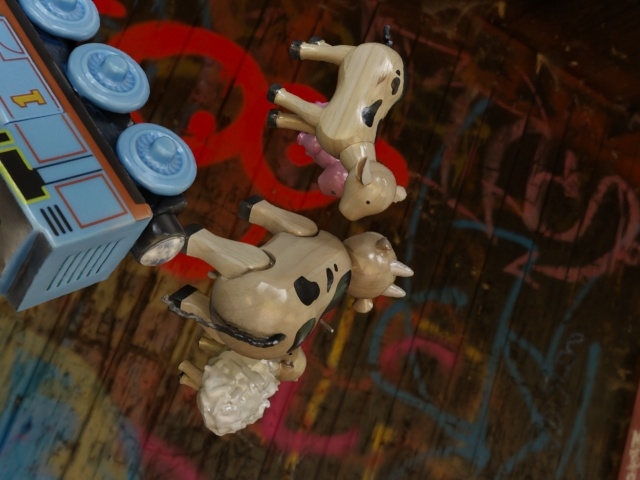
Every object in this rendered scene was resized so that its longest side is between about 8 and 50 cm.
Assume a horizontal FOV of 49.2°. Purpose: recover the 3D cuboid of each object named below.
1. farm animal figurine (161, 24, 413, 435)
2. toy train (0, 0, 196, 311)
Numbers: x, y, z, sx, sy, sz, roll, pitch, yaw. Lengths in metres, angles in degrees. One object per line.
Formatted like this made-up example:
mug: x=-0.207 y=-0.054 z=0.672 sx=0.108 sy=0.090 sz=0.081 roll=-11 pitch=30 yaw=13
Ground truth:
farm animal figurine: x=0.000 y=0.000 z=0.677 sx=0.172 sy=0.327 sz=0.330 roll=24 pitch=-44 yaw=21
toy train: x=-0.140 y=-0.059 z=0.345 sx=0.080 sy=0.105 sz=0.184 roll=-41 pitch=-101 yaw=40
